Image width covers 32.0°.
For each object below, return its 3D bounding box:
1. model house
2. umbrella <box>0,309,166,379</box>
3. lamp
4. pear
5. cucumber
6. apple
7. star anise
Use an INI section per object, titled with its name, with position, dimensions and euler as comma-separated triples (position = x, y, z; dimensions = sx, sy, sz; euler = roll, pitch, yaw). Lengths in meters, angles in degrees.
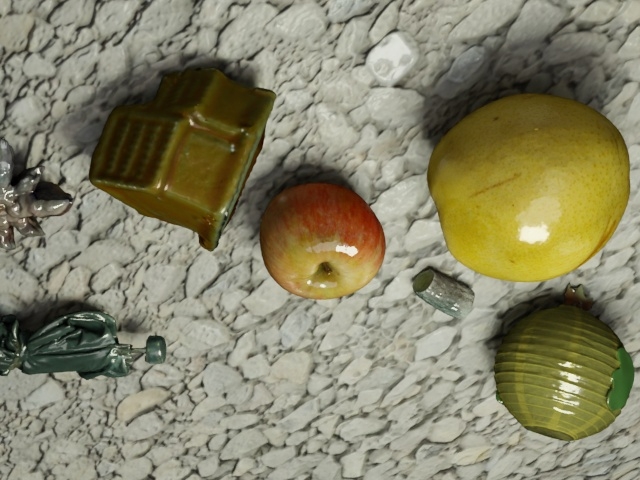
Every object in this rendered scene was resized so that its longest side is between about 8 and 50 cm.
[model house]
position = -0.220, -0.143, 1.742
dimensions = 0.239, 0.173, 0.268
euler = 21, 89, -5
[umbrella]
position = -0.443, 0.183, 1.956
dimensions = 0.349, 0.094, 0.143
euler = -1, 143, 1
[lamp]
position = 0.438, 0.216, 2.019
dimensions = 0.250, 0.284, 0.250
euler = 13, 164, 4
[pear]
position = 0.327, -0.080, 1.756
dimensions = 0.314, 0.314, 0.314
euler = -3, 124, -5
[cucumber]
position = 0.219, 0.095, 1.997
dimensions = 0.112, 0.064, 0.064
euler = 28, 117, -20
[apple]
position = 0.000, 0.000, 1.844
dimensions = 0.209, 0.164, 0.209
euler = -1, 136, -1
[star anise]
position = -0.511, -0.065, 1.781
dimensions = 0.236, 0.093, 0.229
euler = 4, 124, -7
